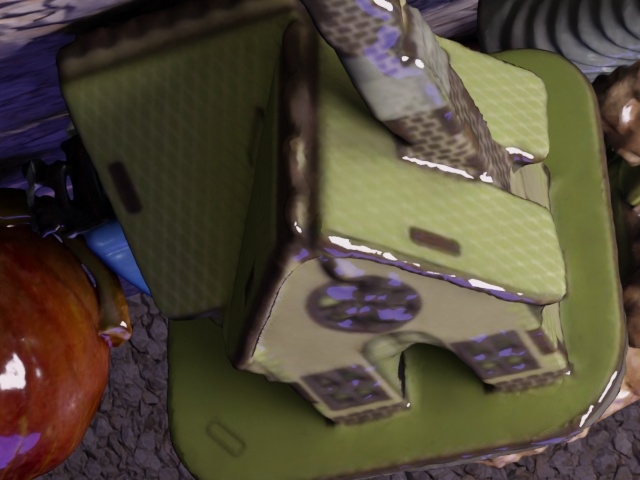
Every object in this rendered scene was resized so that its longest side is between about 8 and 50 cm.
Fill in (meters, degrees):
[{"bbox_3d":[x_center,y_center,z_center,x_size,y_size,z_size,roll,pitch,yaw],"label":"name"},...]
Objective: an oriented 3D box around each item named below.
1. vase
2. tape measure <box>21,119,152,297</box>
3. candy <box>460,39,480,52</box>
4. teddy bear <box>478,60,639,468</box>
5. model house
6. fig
[{"bbox_3d":[0.177,-0.120,0.756,0.115,0.115,0.237,-15,-178,-40],"label":"vase"},{"bbox_3d":[0.000,0.000,1.008,0.215,0.098,0.351,-19,158,14],"label":"tape measure"},{"bbox_3d":[0.078,-0.072,1.173,0.255,0.094,0.255,-17,177,-1],"label":"candy"},{"bbox_3d":[0.166,-0.023,0.953,0.296,0.222,0.246,-18,-144,18],"label":"teddy bear"},{"bbox_3d":[-0.024,-0.043,0.668,0.218,0.205,0.278,-15,147,20],"label":"model house"},{"bbox_3d":[-0.216,0.052,1.016,0.205,0.205,0.205,-17,178,-1],"label":"fig"}]
